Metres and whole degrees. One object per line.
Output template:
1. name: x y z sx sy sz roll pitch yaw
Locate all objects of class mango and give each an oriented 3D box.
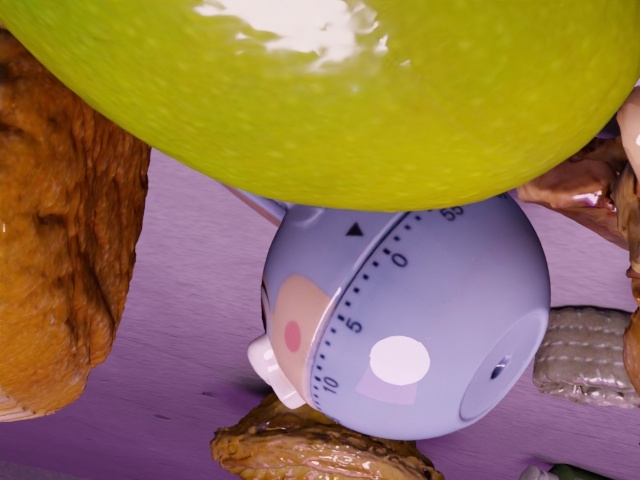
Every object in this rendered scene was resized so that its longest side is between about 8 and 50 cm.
1. mango: -0.029 -0.117 0.353 0.192 0.155 0.343 -12 148 31

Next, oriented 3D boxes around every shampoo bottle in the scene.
1. shampoo bottle: 0.336 0.327 1.587 0.205 0.065 0.065 22 159 -28

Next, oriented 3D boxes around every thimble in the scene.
1. thimble: 0.221 0.092 0.962 0.110 0.062 0.084 9 163 11

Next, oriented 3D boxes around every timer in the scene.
1. timer: 0.001 0.020 0.702 0.256 0.175 0.175 13 163 19

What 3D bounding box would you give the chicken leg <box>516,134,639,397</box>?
1. chicken leg: 0.249 0.059 0.733 0.409 0.182 0.295 30 172 -23

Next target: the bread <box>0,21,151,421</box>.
1. bread: -0.164 -0.024 0.601 0.143 0.227 0.253 7 155 5

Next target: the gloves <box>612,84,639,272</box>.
1. gloves: 0.275 0.031 0.534 0.356 0.203 0.155 29 -173 -12

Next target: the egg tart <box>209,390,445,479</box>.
1. egg tart: 0.015 0.241 1.454 0.294 0.123 0.294 13 159 5
